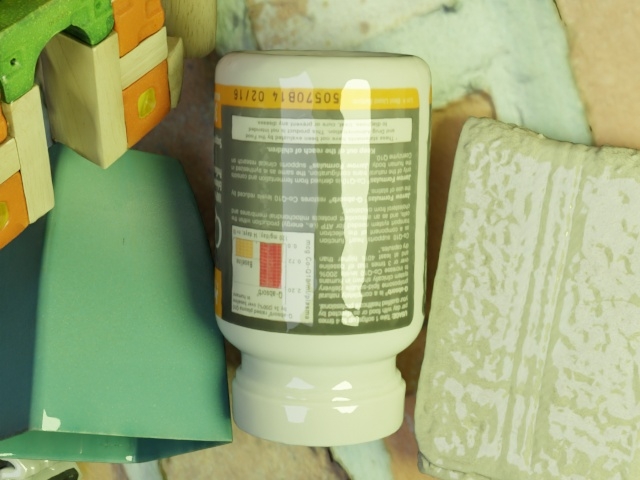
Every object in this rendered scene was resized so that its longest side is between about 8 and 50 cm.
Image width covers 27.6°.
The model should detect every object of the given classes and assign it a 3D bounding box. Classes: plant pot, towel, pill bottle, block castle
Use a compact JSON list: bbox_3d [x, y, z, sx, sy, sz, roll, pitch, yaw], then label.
[{"bbox_3d":[-0.181,0.050,1.037,0.165,0.165,0.234,-23,63,51],"label":"plant pot"},{"bbox_3d":[0.173,0.062,0.961,0.187,0.049,0.282,14,103,22],"label":"towel"},{"bbox_3d":[0.000,0.000,0.968,0.162,0.162,0.279,6,100,25],"label":"pill bottle"},{"bbox_3d":[-0.291,-0.174,0.912,0.303,0.453,0.213,27,138,22],"label":"block castle"}]

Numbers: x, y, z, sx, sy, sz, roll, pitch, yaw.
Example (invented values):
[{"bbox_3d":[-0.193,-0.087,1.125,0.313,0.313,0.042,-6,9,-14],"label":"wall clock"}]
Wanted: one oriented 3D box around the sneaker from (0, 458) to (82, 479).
[{"bbox_3d":[-0.276,0.135,1.161,0.118,0.110,0.292,16,105,32],"label":"sneaker"}]
